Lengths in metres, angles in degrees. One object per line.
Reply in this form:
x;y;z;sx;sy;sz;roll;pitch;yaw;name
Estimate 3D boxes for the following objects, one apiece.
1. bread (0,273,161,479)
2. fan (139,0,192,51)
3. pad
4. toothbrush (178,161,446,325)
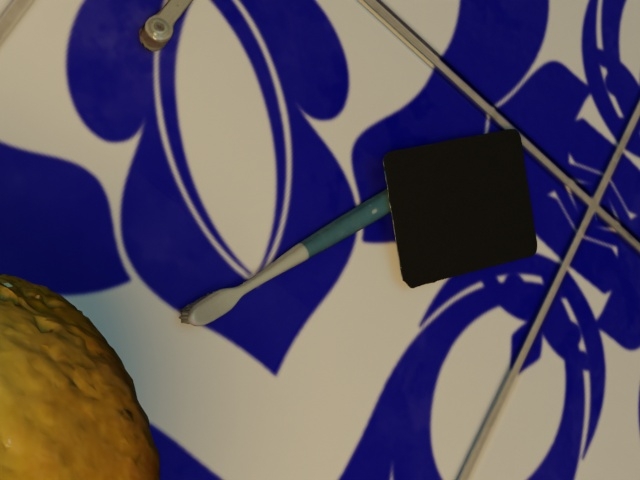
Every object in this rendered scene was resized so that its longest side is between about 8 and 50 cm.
-0.250;0.164;0.706;0.215;0.398;0.398;21;70;-39;bread
-0.062;-0.252;1.087;0.057;0.023;0.282;45;60;-18;fan
0.118;-0.029;1.150;0.157;0.003;0.112;-12;95;-37;pad
0.000;0.000;1.079;0.275;0.025;0.019;-31;103;-34;toothbrush
